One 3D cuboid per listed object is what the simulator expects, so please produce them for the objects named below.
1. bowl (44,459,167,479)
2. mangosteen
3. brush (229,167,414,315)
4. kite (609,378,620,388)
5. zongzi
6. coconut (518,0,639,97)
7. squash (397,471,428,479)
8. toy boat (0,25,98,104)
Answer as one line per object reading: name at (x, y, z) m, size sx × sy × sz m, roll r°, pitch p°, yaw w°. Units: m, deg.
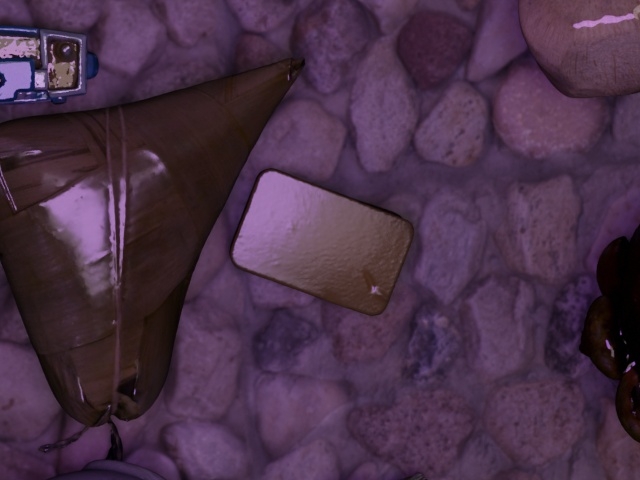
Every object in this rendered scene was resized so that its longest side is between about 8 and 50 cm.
bowl at (-0.234, 0.334, 1.754) m, size 0.313 × 0.313 × 0.146 m, roll 21°, pitch 58°, yaw -12°
mangosteen at (0.450, 0.087, 1.800) m, size 0.347 × 0.307 × 0.306 m, roll -24°, pitch 103°, yaw 26°
brush at (0.000, 0.000, 1.820) m, size 0.197 × 0.059 × 0.123 m, roll 21°, pitch 97°, yaw -11°
kite at (0.500, 0.239, 1.956) m, size 0.204 × 0.022 × 0.360 m, roll -26°, pitch 100°, yaw -5°
zongzi at (-0.161, 0.044, 1.744) m, size 0.418 × 0.181 × 0.447 m, roll -17°, pitch 103°, yaw -7°
coconut at (0.332, -0.260, 1.772) m, size 0.224 × 0.224 × 0.224 m, roll -1°, pitch 98°, yaw -9°
squash at (0.073, 0.330, 1.873) m, size 0.132 × 0.105 × 0.105 m, roll -15°, pitch 100°, yaw -26°
toy boat at (-0.352, -0.192, 1.714) m, size 0.215 × 0.102 × 0.088 m, roll 0°, pitch 95°, yaw -9°
